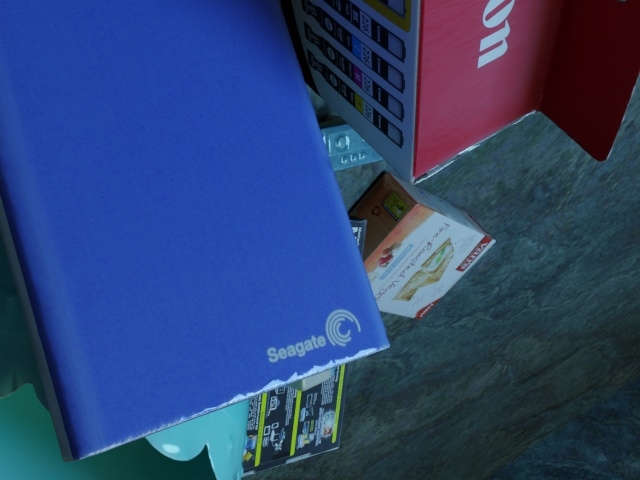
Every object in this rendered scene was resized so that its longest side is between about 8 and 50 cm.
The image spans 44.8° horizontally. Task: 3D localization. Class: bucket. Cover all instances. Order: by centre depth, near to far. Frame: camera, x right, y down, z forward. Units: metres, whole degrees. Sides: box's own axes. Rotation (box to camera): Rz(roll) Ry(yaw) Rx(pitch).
[{"bbox_3d":[-0.174,0.091,0.577,0.281,0.183,0.281,6,146,4],"label":"bucket"}]

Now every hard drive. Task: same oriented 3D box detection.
[{"bbox_3d":[-0.092,-0.058,0.470,0.210,0.319,0.040,-13,173,-36],"label":"hard drive"}]

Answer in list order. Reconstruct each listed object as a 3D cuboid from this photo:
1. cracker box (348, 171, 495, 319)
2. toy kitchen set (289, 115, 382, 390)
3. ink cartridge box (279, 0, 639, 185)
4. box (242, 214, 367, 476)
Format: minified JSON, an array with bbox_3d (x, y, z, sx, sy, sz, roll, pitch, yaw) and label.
[{"bbox_3d":[0.108,0.016,0.984,0.156,0.067,0.232,-49,148,17],"label":"cracker box"},{"bbox_3d":[0.000,0.000,0.710,0.166,0.122,0.207,-17,113,-40],"label":"toy kitchen set"},{"bbox_3d":[0.068,-0.200,0.471,0.130,0.272,0.309,-30,146,-17],"label":"ink cartridge box"},{"bbox_3d":[-0.058,0.105,0.813,0.216,0.060,0.270,-3,103,-45],"label":"box"}]
